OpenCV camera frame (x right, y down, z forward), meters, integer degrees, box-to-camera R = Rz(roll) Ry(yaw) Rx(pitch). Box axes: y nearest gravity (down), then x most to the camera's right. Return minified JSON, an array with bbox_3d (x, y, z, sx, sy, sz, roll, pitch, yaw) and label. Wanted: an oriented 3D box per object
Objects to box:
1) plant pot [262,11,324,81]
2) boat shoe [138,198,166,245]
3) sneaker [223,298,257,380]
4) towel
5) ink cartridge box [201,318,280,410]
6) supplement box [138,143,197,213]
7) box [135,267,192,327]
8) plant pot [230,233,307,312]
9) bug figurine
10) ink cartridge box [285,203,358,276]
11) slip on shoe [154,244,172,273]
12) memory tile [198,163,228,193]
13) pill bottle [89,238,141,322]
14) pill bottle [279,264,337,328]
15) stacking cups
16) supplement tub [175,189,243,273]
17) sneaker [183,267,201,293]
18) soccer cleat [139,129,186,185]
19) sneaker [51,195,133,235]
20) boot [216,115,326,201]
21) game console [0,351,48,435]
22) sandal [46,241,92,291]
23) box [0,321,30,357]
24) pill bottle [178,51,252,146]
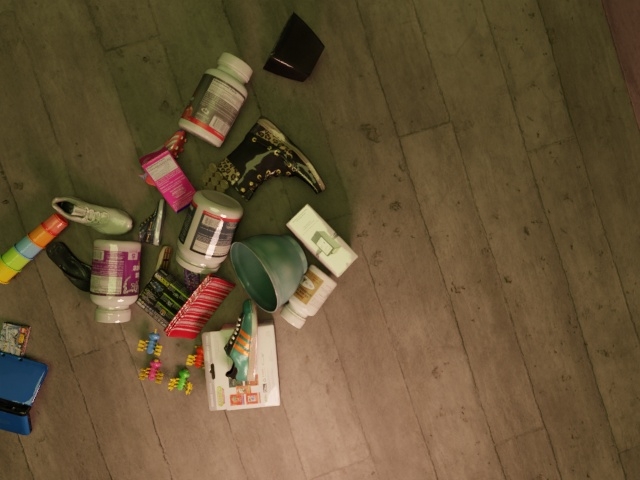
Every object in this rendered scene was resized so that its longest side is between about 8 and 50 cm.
[{"bbox_3d":[-0.094,-0.713,1.789,0.167,0.188,0.187,27,89,-15],"label":"plant pot"},{"bbox_3d":[-0.650,-0.074,1.811,0.083,0.065,0.183,10,91,-6],"label":"boat shoe"},{"bbox_3d":[-0.288,0.360,1.696,0.121,0.108,0.302,2,91,-7],"label":"sneaker"},{"bbox_3d":[-0.448,0.255,1.774,0.031,0.199,0.275,37,89,24],"label":"towel"},{"bbox_3d":[-0.300,0.477,1.814,0.271,0.130,0.309,-4,91,-4],"label":"ink cartridge box"},{"bbox_3d":[-0.556,-0.228,1.741,0.114,0.111,0.220,-33,122,-10],"label":"supplement box"},{"bbox_3d":[-0.589,0.229,1.795,0.190,0.045,0.184,40,110,0],"label":"box"},{"bbox_3d":[-0.174,0.094,1.762,0.196,0.293,0.293,-30,93,-29],"label":"plant pot"},{"bbox_3d":[-0.574,0.469,1.824,0.279,0.072,0.216,20,96,-9],"label":"bug figurine"},{"bbox_3d":[0.000,0.000,1.793,0.115,0.198,0.273,-44,94,-3],"label":"ink cartridge box"},{"bbox_3d":[-0.618,0.082,1.831,0.041,0.051,0.135,20,100,35],"label":"slip on shoe"},{"bbox_3d":[-0.410,-0.219,1.800,0.012,0.148,0.113,-36,90,-44],"label":"memory tile"},{"bbox_3d":[-0.765,0.147,1.755,0.169,0.169,0.302,4,91,-4],"label":"pill bottle"},{"bbox_3d":[-0.051,0.220,1.827,0.131,0.131,0.229,37,89,-4],"label":"pill bottle"},{"bbox_3d":[-1.091,0.027,1.767,0.316,0.096,0.096,-41,94,-3],"label":"stacking cups"},{"bbox_3d":[-0.414,-0.033,1.742,0.191,0.191,0.272,24,107,-4],"label":"supplement tub"},{"bbox_3d":[-0.498,0.173,1.824,0.068,0.071,0.170,-6,91,-4],"label":"sneaker"},{"bbox_3d":[-0.603,-0.326,1.806,0.095,0.083,0.248,29,92,0],"label":"soccer cleat"},{"bbox_3d":[-0.860,-0.090,1.765,0.297,0.129,0.111,15,88,-5],"label":"sneaker"},{"bbox_3d":[-0.191,-0.257,1.804,0.284,0.138,0.377,-43,90,-3],"label":"boot"},{"bbox_3d":[-1.211,0.574,1.789,0.293,0.173,0.250,18,127,-4],"label":"game console"},{"bbox_3d":[-0.947,0.109,1.798,0.254,0.054,0.097,40,88,-4],"label":"sandal"},{"bbox_3d":[-1.177,0.388,1.800,0.094,0.027,0.137,14,90,-4],"label":"box"},{"bbox_3d":[-0.384,-0.529,1.766,0.176,0.176,0.319,28,89,-4],"label":"pill bottle"}]
